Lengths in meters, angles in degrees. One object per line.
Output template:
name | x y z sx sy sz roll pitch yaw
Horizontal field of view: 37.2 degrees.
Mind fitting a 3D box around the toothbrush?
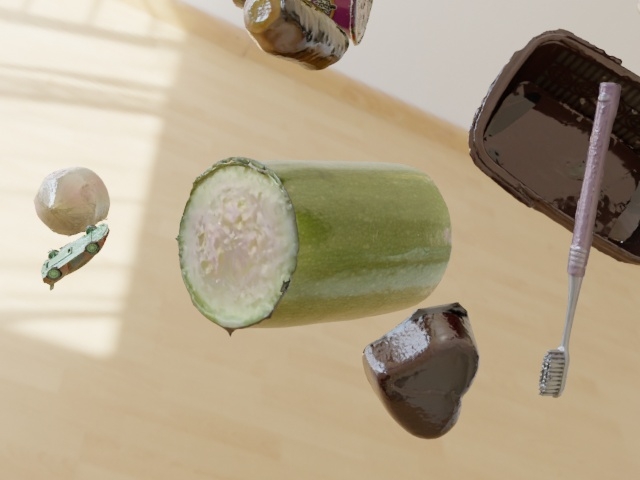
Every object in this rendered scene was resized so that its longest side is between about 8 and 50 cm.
toothbrush | 0.283 0.003 1.046 0.029 0.354 0.024 4 8 -36

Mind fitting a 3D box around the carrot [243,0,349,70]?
carrot | -0.029 -0.253 1.152 0.082 0.082 0.173 51 15 23

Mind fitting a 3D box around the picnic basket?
picnic basket | 0.333 -0.113 1.216 0.297 0.222 0.129 33 -6 -1

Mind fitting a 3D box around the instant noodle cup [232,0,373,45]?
instant noodle cup | -0.018 -0.418 1.362 0.190 0.251 0.251 10 35 7

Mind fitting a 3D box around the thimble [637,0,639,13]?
thimble | 0.484 -0.365 1.154 0.148 0.229 0.196 9 63 -1

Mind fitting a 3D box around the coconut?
coconut | -0.390 -0.057 1.483 0.110 0.110 0.124 36 21 4

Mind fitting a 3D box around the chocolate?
chocolate | 0.114 0.142 1.027 0.125 0.149 0.080 18 16 -23

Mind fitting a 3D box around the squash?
squash | 0.000 0.000 1.495 0.384 0.263 0.263 -2 48 -47

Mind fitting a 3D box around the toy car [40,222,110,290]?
toy car | -0.349 0.019 1.362 0.035 0.122 0.059 56 5 -30
